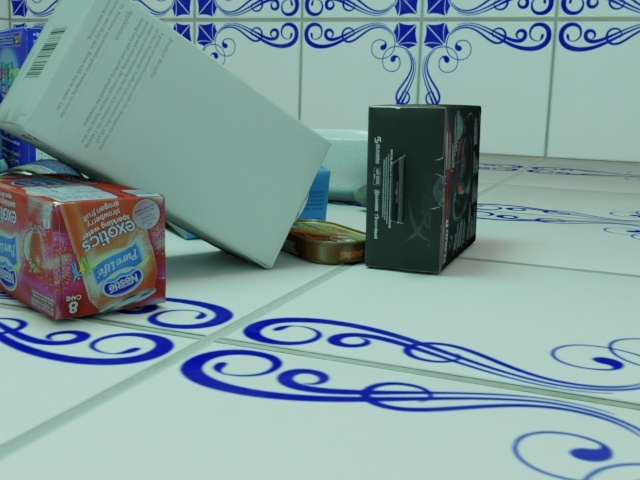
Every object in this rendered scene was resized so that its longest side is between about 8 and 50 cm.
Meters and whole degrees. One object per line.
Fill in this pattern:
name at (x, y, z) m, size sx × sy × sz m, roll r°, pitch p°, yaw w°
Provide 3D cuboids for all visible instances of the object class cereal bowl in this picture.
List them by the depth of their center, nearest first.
cereal bowl at (0.067, -0.163, 1.790) m, size 0.338 × 0.141 × 0.339 m, roll 1°, pitch 10°, yaw 0°

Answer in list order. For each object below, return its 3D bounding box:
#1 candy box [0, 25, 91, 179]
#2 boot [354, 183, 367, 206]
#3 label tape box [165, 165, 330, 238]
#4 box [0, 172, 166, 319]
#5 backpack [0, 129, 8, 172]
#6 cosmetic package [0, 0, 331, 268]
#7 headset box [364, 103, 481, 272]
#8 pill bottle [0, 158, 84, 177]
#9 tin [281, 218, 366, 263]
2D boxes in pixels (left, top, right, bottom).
candy box at (-0.488, -0.206, 1.451) m, size 0.122 × 0.317 × 0.268 m, roll -3°, pitch 13°, yaw -31°
boot at (0.124, -0.077, 1.518) m, size 0.189 × 0.076 × 0.208 m, roll 12°, pitch 11°, yaw -32°
label tape box at (-0.174, -0.108, 1.442) m, size 0.249 × 0.115 × 0.347 m, roll -5°, pitch 18°, yaw -28°
box at (-0.290, -0.003, 0.922) m, size 0.128 × 0.123 × 0.256 m, roll -7°, pitch 13°, yaw -40°
backpack at (-0.652, -0.131, 1.299) m, size 0.290 × 0.274 × 0.355 m, roll -9°, pitch -6°, yaw 20°
cosmetic package at (-0.188, -0.133, 1.042) m, size 0.365 × 0.197 × 0.155 m, roll 34°, pitch -11°, yaw -35°
headset box at (0.147, -0.084, 1.168) m, size 0.110 × 0.218 × 0.293 m, roll 4°, pitch 11°, yaw 20°
pill bottle at (-0.394, -0.051, 1.161) m, size 0.122 × 0.123 × 0.219 m, roll 1°, pitch 11°, yaw -2°
tin at (0.000, 0.000, 1.193) m, size 0.106 × 0.040 × 0.189 m, roll -8°, pitch 14°, yaw -27°
